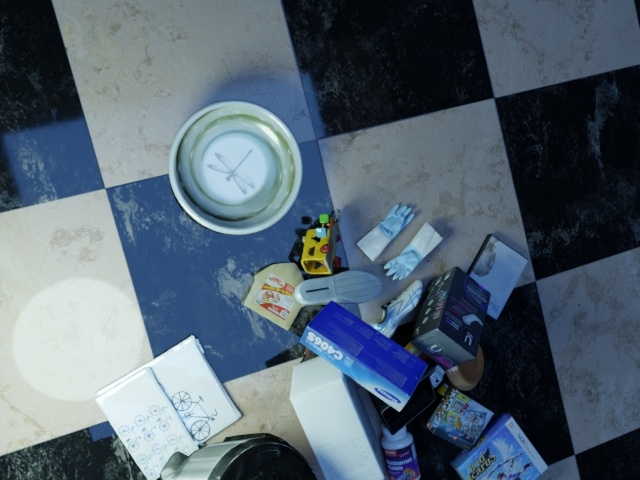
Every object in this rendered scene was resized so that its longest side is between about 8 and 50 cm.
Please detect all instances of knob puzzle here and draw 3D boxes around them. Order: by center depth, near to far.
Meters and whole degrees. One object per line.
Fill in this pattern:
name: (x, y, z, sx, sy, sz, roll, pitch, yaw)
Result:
knob puzzle: (-0.129, 0.157, 1.831, 0.213, 0.030, 0.213, 1, 88, -25)

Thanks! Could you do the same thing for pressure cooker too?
pressure cooker: (-0.247, 0.748, 1.630, 0.375, 0.420, 0.370, -2, 72, -37)

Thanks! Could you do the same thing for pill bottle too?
pill bottle: (0.258, 0.692, 1.902, 0.108, 0.108, 0.194, -14, 94, -14)

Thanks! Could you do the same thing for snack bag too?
snack bag: (-0.448, 0.507, 1.753, 0.342, 0.037, 0.323, -30, 98, -12)

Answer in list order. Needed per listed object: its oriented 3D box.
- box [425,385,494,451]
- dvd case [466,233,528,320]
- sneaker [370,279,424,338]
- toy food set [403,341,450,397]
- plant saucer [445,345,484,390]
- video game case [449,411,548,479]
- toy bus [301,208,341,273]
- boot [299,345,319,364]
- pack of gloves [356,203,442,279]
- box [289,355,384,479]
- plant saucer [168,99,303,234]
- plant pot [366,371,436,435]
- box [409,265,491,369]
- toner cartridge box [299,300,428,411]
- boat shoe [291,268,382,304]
box: (0.468, 0.599, 1.938, 0.233, 0.044, 0.159, 36, 87, -36)
dvd case: (0.600, 0.129, 2.026, 0.180, 0.022, 0.253, 32, 84, -13)
sneaker: (0.257, 0.216, 1.909, 0.086, 0.085, 0.237, 41, 78, -4)
toy food set: (0.363, 0.406, 1.923, 0.104, 0.111, 0.232, -46, 101, -10)
plant saucer: (0.490, 0.403, 1.948, 0.199, 0.037, 0.200, 12, 71, -39)
video game case: (0.626, 0.785, 2.024, 0.269, 0.061, 0.244, -39, 99, -11)
toy bus: (-0.003, 0.007, 1.822, 0.104, 0.202, 0.191, -2, 99, 16)
boot: (-0.007, 0.397, 1.868, 0.114, 0.037, 0.107, 14, 90, -19)
pack of gloves: (0.261, 0.006, 1.936, 0.232, 0.046, 0.195, -44, 89, -13)
box: (0.050, 0.545, 1.756, 0.168, 0.215, 0.346, -21, 102, 5)
plant saucer: (-0.255, -0.219, 1.758, 0.400, 0.100, 0.401, 0, 92, -15)
plant pot: (0.234, 0.468, 1.843, 0.187, 0.167, 0.188, -36, 138, -11)
box: (0.419, 0.247, 1.859, 0.165, 0.143, 0.270, 37, 49, -10)
toner cartridge box: (0.127, 0.329, 1.690, 0.347, 0.165, 0.075, 33, 125, 13)
boat shoe: (0.050, 0.153, 1.846, 0.302, 0.094, 0.109, -1, 80, -23)
